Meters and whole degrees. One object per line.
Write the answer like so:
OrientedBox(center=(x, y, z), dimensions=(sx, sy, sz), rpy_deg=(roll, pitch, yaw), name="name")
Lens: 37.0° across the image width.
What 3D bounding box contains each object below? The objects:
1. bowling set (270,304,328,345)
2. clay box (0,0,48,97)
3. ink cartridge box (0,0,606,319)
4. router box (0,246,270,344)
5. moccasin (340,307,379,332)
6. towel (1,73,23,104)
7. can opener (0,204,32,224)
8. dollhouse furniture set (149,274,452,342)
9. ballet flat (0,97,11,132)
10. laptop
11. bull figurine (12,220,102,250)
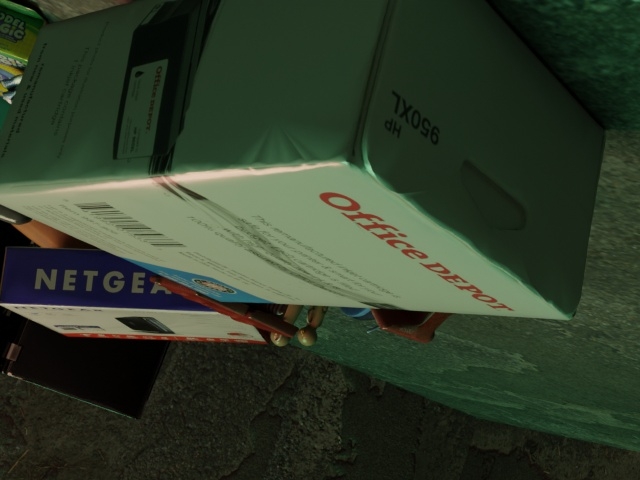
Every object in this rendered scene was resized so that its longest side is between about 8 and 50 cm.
OrientedBox(center=(-0.118, 0.124, 1.943), dimensions=(0.199, 0.154, 0.287), rpy_deg=(13, 167, 30), name="bowling set")
OrientedBox(center=(-0.345, -0.205, 1.028), dimensions=(0.127, 0.053, 0.222), rpy_deg=(19, 170, 1), name="clay box")
OrientedBox(center=(-0.022, -0.061, 0.750), dimensions=(0.394, 0.166, 0.285), rpy_deg=(0, 159, 42), name="ink cartridge box")
OrientedBox(center=(-0.253, 0.087, 1.404), dimensions=(0.335, 0.082, 0.301), rpy_deg=(2, 166, 4), name="router box")
OrientedBox(center=(0.125, 0.066, 1.295), dimensions=(0.116, 0.138, 0.342), rpy_deg=(19, 171, -16), name="moccasin")
OrientedBox(center=(-0.160, -0.129, 0.978), dimensions=(0.285, 0.034, 0.209), rpy_deg=(-3, 158, 35), name="towel")
OrientedBox(center=(-0.497, -0.129, 1.331), dimensions=(0.283, 0.076, 0.095), rpy_deg=(40, -162, 3), name="can opener")
OrientedBox(center=(0.000, 0.000, 1.019), dimensions=(0.152, 0.201, 0.374), rpy_deg=(28, 167, -36), name="dollhouse furniture set")
OrientedBox(center=(-0.484, -0.206, 1.144), dimensions=(0.139, 0.139, 0.400), rpy_deg=(16, 164, 19), name="ballet flat")
OrientedBox(center=(-0.502, 0.099, 1.904), dimensions=(0.407, 0.382, 0.236), rpy_deg=(11, 166, 37), name="laptop")
OrientedBox(center=(-0.436, -0.070, 1.490), dimensions=(0.310, 0.101, 0.188), rpy_deg=(45, -155, -9), name="bull figurine")
